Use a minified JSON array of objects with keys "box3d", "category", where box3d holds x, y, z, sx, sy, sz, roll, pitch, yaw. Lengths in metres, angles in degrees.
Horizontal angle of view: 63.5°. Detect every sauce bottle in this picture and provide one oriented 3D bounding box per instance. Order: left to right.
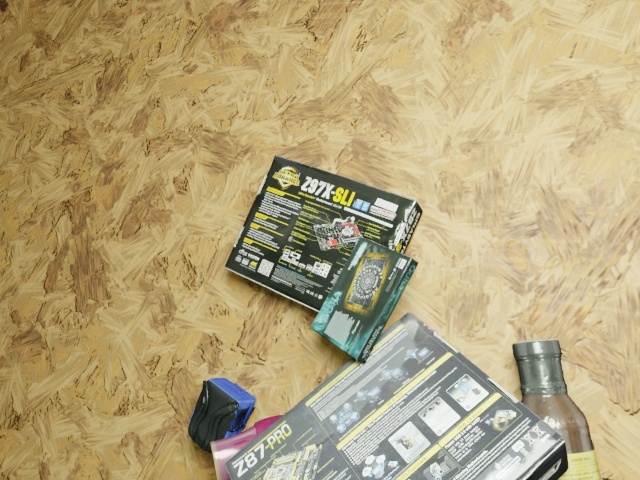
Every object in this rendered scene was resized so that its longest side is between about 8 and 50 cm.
[{"box3d":[0.348,0.321,0.758,0.111,0.111,0.345,-8,73,20],"category":"sauce bottle"}]

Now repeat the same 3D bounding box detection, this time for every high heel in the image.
[{"box3d":[-0.064,0.503,0.893,0.181,0.127,0.377,-12,87,-17],"category":"high heel"}]

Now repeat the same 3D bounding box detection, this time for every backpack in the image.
[{"box3d":[-0.182,0.335,0.976,0.098,0.101,0.120,26,91,34],"category":"backpack"}]

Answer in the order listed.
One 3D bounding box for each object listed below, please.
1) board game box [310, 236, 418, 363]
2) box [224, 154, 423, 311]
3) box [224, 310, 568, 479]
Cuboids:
[{"box3d":[0.071,0.095,0.873,0.126,0.026,0.186,26,86,47],"category":"board game box"},{"box3d":[0.000,0.000,1.008,0.322,0.079,0.257,21,83,26],"category":"box"},{"box3d":[0.089,0.323,0.745,0.395,0.097,0.318,-37,40,-12],"category":"box"}]
